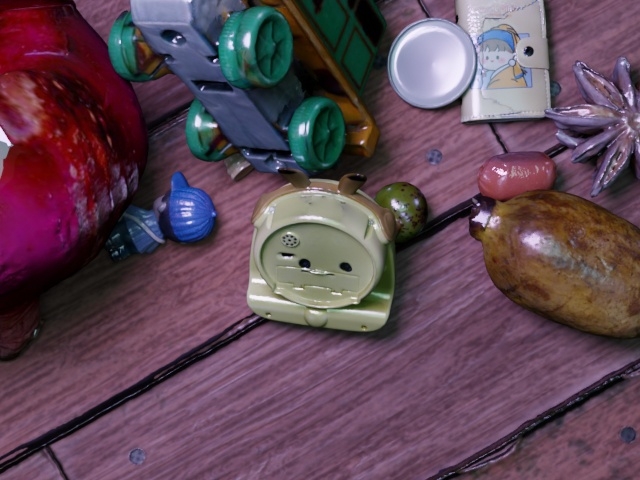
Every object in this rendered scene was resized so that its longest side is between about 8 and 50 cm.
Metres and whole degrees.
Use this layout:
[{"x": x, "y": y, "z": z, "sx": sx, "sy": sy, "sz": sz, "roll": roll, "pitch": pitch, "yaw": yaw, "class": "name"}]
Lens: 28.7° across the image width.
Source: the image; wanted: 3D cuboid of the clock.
[{"x": 0.000, "y": 0.000, "z": 1.389, "sx": 0.170, "sy": 0.232, "sz": 0.069, "roll": 7, "pitch": 44, "yaw": 7, "class": "clock"}]

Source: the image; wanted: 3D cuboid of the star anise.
[{"x": 0.368, "y": -0.134, "z": 1.479, "sx": 0.182, "sy": 0.065, "sz": 0.195, "roll": -24, "pitch": 82, "yaw": -7, "class": "star anise"}]

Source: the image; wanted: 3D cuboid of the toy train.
[{"x": -0.060, "y": -0.228, "z": 1.344, "sx": 0.178, "sy": 0.429, "sz": 0.249, "roll": 8, "pitch": 64, "yaw": 32, "class": "toy train"}]

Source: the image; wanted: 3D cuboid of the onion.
[{"x": -0.358, "y": -0.040, "z": 1.356, "sx": 0.398, "sy": 0.398, "sz": 0.420, "roll": -15, "pitch": 122, "yaw": -1, "class": "onion"}]

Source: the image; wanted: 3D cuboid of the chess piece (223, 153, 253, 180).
[{"x": -0.118, "y": -0.116, "z": 1.490, "sx": 0.035, "sy": 0.035, "sz": 0.092, "roll": -39, "pitch": 82, "yaw": -3, "class": "chess piece"}]

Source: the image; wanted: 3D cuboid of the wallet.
[{"x": 0.219, "y": -0.219, "z": 1.495, "sx": 0.110, "sy": 0.039, "sz": 0.155, "roll": -3, "pitch": 86, "yaw": 1, "class": "wallet"}]

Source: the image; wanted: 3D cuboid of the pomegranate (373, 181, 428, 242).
[{"x": 0.092, "y": -0.032, "z": 1.456, "sx": 0.073, "sy": 0.084, "sz": 0.073, "roll": 1, "pitch": 103, "yaw": 5, "class": "pomegranate"}]

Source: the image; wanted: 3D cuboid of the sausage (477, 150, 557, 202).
[{"x": 0.230, "y": -0.077, "z": 1.472, "sx": 0.094, "sy": 0.059, "sz": 0.054, "roll": -5, "pitch": 125, "yaw": -2, "class": "sausage"}]

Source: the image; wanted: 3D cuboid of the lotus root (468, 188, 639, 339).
[{"x": 0.282, "y": 0.021, "z": 1.431, "sx": 0.260, "sy": 0.128, "sz": 0.145, "roll": 27, "pitch": 77, "yaw": -5, "class": "lotus root"}]

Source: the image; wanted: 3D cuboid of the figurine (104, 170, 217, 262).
[{"x": -0.189, "y": -0.019, "z": 1.461, "sx": 0.136, "sy": 0.079, "sz": 0.077, "roll": -30, "pitch": 127, "yaw": -7, "class": "figurine"}]

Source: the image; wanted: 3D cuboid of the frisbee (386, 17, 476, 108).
[{"x": 0.132, "y": -0.211, "z": 1.491, "sx": 0.110, "sy": 0.014, "sz": 0.110, "roll": -1, "pitch": 86, "yaw": 20, "class": "frisbee"}]
